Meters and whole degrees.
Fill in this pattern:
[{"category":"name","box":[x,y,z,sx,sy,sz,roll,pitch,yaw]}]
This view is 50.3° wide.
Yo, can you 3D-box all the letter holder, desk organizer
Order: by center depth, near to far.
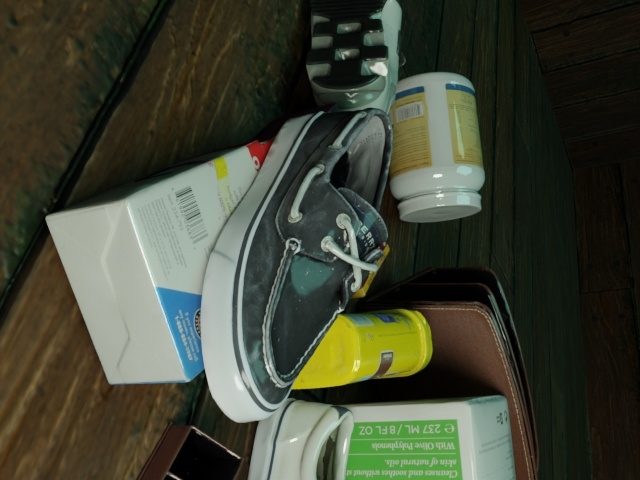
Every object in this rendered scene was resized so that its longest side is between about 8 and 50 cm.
[{"category":"desk organizer","box":[-0.108,0.197,0.492,0.047,0.050,0.130,64,31,-28]},{"category":"letter holder","box":[0.203,0.197,0.867,0.152,0.214,0.302,-21,100,-40]}]

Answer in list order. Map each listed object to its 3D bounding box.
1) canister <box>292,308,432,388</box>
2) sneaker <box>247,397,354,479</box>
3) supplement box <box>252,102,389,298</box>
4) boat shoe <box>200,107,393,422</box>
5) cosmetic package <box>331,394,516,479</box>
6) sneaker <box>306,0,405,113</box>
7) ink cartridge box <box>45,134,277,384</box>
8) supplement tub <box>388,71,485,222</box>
[{"category":"canister","box":[0.025,0.110,0.697,0.170,0.126,0.073,10,73,-59]},{"category":"sneaker","box":[-0.020,0.262,0.593,0.094,0.091,0.258,42,45,-50]},{"category":"supplement box","box":[-0.001,-0.039,0.740,0.188,0.081,0.104,68,30,-22]},{"category":"boat shoe","box":[0.000,0.000,0.534,0.108,0.102,0.301,60,34,-35]},{"category":"cosmetic package","box":[0.100,0.348,0.688,0.155,0.197,0.365,19,63,-59]},{"category":"sneaker","box":[0.047,-0.243,0.889,0.146,0.122,0.330,77,20,-49]},{"category":"ink cartridge box","box":[-0.092,0.002,0.556,0.231,0.078,0.134,-39,116,-59]},{"category":"supplement tub","box":[0.170,-0.136,1.032,0.144,0.144,0.200,13,70,-61]}]
